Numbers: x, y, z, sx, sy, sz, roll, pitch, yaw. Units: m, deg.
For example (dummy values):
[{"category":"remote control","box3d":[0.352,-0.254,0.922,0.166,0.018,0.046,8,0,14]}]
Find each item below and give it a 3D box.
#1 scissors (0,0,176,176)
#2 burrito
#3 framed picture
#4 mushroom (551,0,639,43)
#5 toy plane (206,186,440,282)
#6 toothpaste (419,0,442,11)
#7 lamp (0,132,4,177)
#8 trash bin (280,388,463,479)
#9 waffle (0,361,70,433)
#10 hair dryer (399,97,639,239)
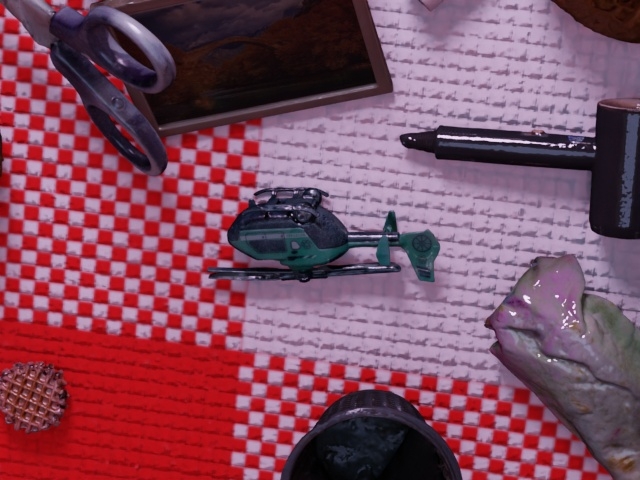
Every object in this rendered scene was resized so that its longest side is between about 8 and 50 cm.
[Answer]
[{"category":"scissors","box3d":[-0.282,-0.226,1.484,0.383,0.256,0.029,41,68,8]},{"category":"burrito","box3d":[0.265,0.126,1.537,0.229,0.089,0.144,41,102,-5]},{"category":"framed picture","box3d":[-0.070,-0.180,1.485,0.250,0.016,0.184,-10,141,8]},{"category":"mushroom","box3d":[0.300,-0.295,1.406,0.253,0.153,0.253,0,110,1]},{"category":"toy plane","box3d":[0.000,0.000,1.553,0.235,0.060,0.096,0,111,10]},{"category":"toothpaste","box3d":[0.161,-0.293,1.477,0.193,0.045,0.071,-43,103,8]},{"category":"lamp","box3d":[-0.413,-0.079,1.538,0.185,0.161,0.161,-30,98,13]},{"category":"trash bin","box3d":[0.051,0.221,1.543,0.176,0.161,0.175,1,104,3]},{"category":"waffle","box3d":[-0.301,0.162,1.640,0.083,0.029,0.075,-16,98,13]},{"category":"hair dryer","box3d":[0.203,-0.072,1.518,0.256,0.070,0.128,3,104,14]}]
